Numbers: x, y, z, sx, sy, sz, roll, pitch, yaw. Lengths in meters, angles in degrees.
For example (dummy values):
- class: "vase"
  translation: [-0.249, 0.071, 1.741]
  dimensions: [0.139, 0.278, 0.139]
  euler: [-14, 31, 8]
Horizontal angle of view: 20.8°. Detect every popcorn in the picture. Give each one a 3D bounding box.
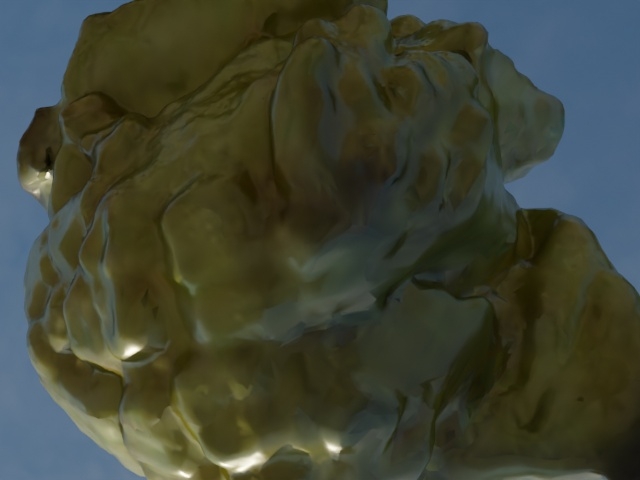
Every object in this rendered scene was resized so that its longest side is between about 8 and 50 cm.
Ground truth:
- class: "popcorn"
  translation: [-0.005, -0.002, 0.813]
  dimensions: [0.293, 0.293, 0.237]
  euler: [-52, -151, -2]
